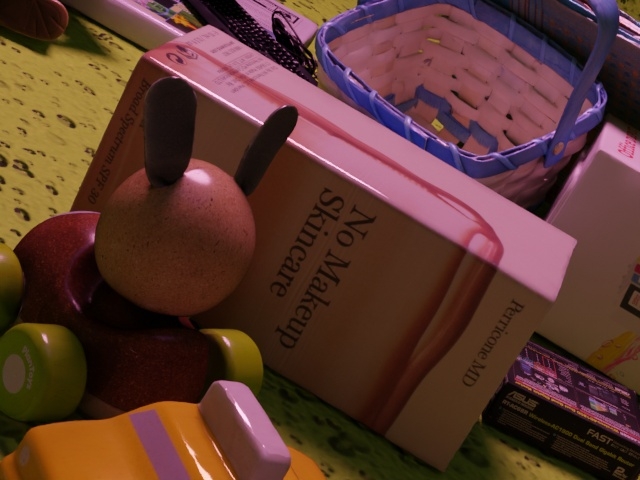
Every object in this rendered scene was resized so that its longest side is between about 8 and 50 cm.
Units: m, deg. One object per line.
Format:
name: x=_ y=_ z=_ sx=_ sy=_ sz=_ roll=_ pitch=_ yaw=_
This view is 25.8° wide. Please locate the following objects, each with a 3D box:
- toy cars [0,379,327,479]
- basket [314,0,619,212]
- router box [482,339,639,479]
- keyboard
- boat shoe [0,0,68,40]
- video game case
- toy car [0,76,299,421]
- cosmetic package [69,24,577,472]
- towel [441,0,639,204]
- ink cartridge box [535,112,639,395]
toy cars: x=0.039 y=0.170 z=0.670 sx=0.394 sy=0.087 sz=0.176 roll=30 pitch=22 yaw=2
basket: x=0.118 y=-0.155 z=1.201 sx=0.201 sy=0.289 sz=0.255 roll=-30 pitch=59 yaw=-29
router box: x=0.176 y=0.121 z=1.018 sx=0.122 sy=0.038 sz=0.092 roll=26 pitch=21 yaw=-7
keyboard: x=-0.057 y=-0.205 z=1.370 sx=0.100 sy=0.038 sz=0.192 roll=8 pitch=31 yaw=-44
boat shoe: x=-0.280 y=-0.208 z=1.188 sx=0.135 sy=0.050 sz=0.045 roll=26 pitch=9 yaw=-12
video game case: x=-0.175 y=-0.263 z=1.449 sx=0.329 sy=0.036 sz=0.300 roll=30 pitch=21 yaw=0
toy car: x=-0.092 y=-0.005 z=0.760 sx=0.155 sy=0.188 sz=0.149 roll=5 pitch=32 yaw=-46
cosmetic package: x=0.000 y=0.000 z=0.920 sx=0.296 sy=0.153 sz=0.129 roll=29 pitch=23 yaw=5
towel: x=0.226 y=-0.145 z=1.371 sx=0.271 sy=0.040 sz=0.370 roll=39 pitch=-17 yaw=22
ink cartridge box: x=0.298 y=0.029 z=1.194 sx=0.233 sy=0.168 sz=0.171 roll=32 pitch=20 yaw=5
